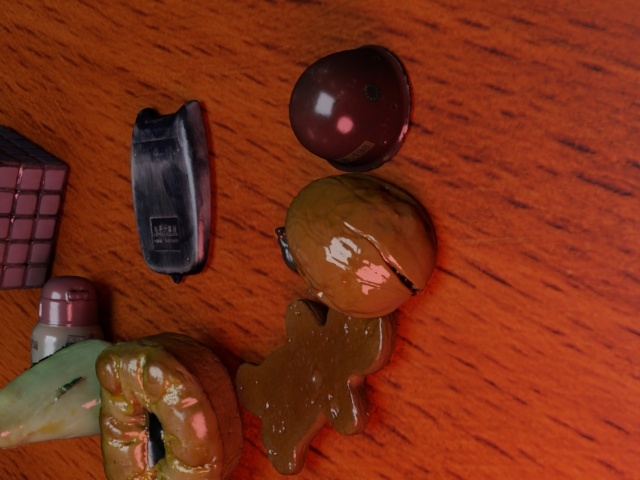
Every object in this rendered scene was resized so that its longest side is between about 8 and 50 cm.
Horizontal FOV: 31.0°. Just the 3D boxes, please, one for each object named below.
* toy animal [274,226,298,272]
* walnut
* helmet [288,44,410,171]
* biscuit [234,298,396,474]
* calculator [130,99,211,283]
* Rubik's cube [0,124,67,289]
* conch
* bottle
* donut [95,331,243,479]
[{"bbox_3d":[0.000,0.000,1.471,0.136,0.047,0.065,-19,83,39],"label":"toy animal"},{"bbox_3d":[0.030,-0.003,1.368,0.211,0.087,0.167,34,94,31],"label":"walnut"},{"bbox_3d":[0.014,-0.161,1.407,0.175,0.106,0.155,-21,77,49],"label":"helmet"},{"bbox_3d":[0.002,0.169,1.473,0.301,0.049,0.197,-50,57,36],"label":"biscuit"},{"bbox_3d":[-0.221,-0.069,1.707,0.177,0.040,0.268,-2,95,48],"label":"calculator"},{"bbox_3d":[-0.600,-0.059,1.957,0.237,0.237,0.238,27,110,41],"label":"Rubik's cube"},{"bbox_3d":[-0.370,0.224,1.734,0.137,0.251,0.143,164,100,-83],"label":"conch"},{"bbox_3d":[-0.406,0.183,1.852,0.120,0.120,0.253,7,96,46],"label":"bottle"},{"bbox_3d":[-0.207,0.257,1.608,0.209,0.128,0.261,13,115,30],"label":"donut"}]
